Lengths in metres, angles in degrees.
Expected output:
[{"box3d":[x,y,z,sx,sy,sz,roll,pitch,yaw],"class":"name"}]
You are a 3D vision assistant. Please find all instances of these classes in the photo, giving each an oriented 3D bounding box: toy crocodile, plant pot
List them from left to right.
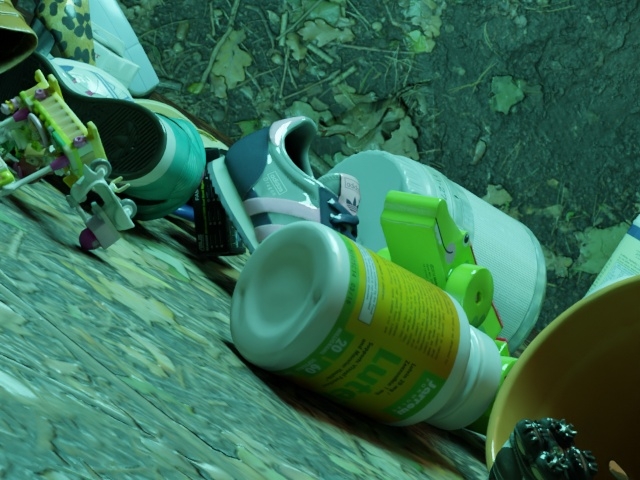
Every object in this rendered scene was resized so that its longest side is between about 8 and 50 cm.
[{"box3d":[0.138,0.082,1.627,0.115,0.105,0.340,7,-46,36],"class":"toy crocodile"},{"box3d":[0.324,0.198,1.431,0.203,0.291,0.291,48,-4,-33],"class":"plant pot"}]

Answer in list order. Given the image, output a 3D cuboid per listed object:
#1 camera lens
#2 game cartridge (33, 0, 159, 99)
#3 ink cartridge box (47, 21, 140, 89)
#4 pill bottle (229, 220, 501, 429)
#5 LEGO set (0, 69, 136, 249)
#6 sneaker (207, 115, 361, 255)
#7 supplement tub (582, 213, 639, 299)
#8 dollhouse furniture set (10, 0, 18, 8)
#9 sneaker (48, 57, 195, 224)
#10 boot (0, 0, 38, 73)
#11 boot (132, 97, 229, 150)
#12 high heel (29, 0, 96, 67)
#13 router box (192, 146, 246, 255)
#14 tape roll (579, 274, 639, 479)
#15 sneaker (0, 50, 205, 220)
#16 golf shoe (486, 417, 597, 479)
[{"box3d":[0.128,0.033,1.979,0.274,0.219,0.219,28,7,-37],"class":"camera lens"},{"box3d":[-0.331,-0.313,2.219,0.294,0.060,0.196,57,-23,0],"class":"game cartridge"},{"box3d":[-0.311,-0.211,2.077,0.092,0.143,0.090,35,6,21],"class":"ink cartridge box"},{"box3d":[0.049,0.088,1.447,0.245,0.136,0.136,28,7,-38],"class":"pill bottle"},{"box3d":[-0.279,-0.079,1.499,0.287,0.107,0.132,32,-32,58],"class":"LEGO set"},{"box3d":[0.000,0.000,1.659,0.319,0.131,0.112,58,9,27],"class":"sneaker"},{"box3d":[0.405,0.150,1.924,0.235,0.325,0.235,32,5,-3],"class":"supplement tub"},{"box3d":[-0.504,-0.440,2.224,0.286,0.198,0.303,14,2,-35],"class":"dollhouse furniture set"},{"box3d":[-0.226,-0.114,1.866,0.296,0.112,0.131,28,7,-34],"class":"sneaker"},{"box3d":[-0.369,-0.265,1.740,0.283,0.109,0.220,-27,38,-33],"class":"boot"},{"box3d":[-0.160,-0.090,2.159,0.262,0.095,0.203,31,6,-40],"class":"boot"},{"box3d":[-0.256,-0.194,1.984,0.261,0.186,0.093,29,-3,-28],"class":"high heel"},{"box3d":[-0.117,-0.043,1.812,0.038,0.122,0.092,-5,-2,11],"class":"router box"},{"box3d":[0.354,0.179,1.671,0.286,0.286,0.100,34,49,22],"class":"tape roll"},{"box3d":[-0.237,-0.112,1.740,0.295,0.124,0.178,27,-5,31],"class":"sneaker"},{"box3d":[0.192,0.239,1.263,0.077,0.094,0.198,12,42,-34],"class":"golf shoe"}]
